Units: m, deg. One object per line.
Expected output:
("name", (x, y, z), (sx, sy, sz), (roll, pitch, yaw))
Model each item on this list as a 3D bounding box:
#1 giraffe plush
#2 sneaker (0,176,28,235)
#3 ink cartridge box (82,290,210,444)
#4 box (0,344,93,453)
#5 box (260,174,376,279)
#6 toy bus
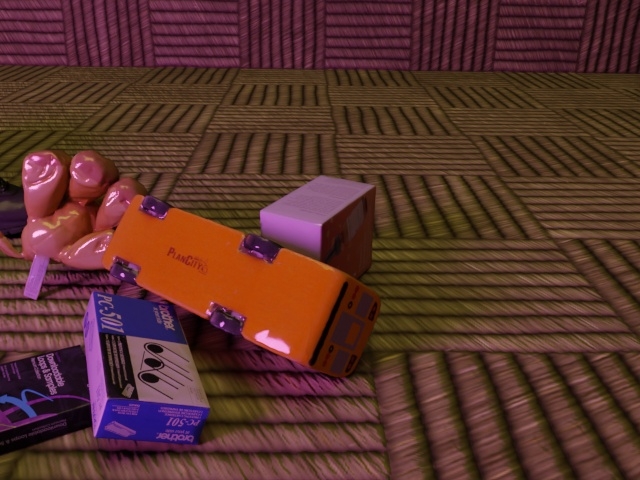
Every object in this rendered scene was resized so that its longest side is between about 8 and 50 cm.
("giraffe plush", (-0.335, -0.028, 0.936), (0.181, 0.210, 0.170), (36, 7, -6))
("sneaker", (-0.563, -0.082, 1.039), (0.287, 0.130, 0.109), (4, 17, -24))
("ink cartridge box", (-0.186, 0.125, 0.678), (0.097, 0.046, 0.207), (14, 16, -27))
("box", (-0.304, 0.160, 0.650), (0.162, 0.029, 0.116), (-11, 27, -30))
("box", (0.000, 0.000, 0.900), (0.091, 0.130, 0.170), (13, 27, 24))
("toy bus", (-0.105, 0.045, 0.775), (0.333, 0.108, 0.130), (19, -8, 35))
